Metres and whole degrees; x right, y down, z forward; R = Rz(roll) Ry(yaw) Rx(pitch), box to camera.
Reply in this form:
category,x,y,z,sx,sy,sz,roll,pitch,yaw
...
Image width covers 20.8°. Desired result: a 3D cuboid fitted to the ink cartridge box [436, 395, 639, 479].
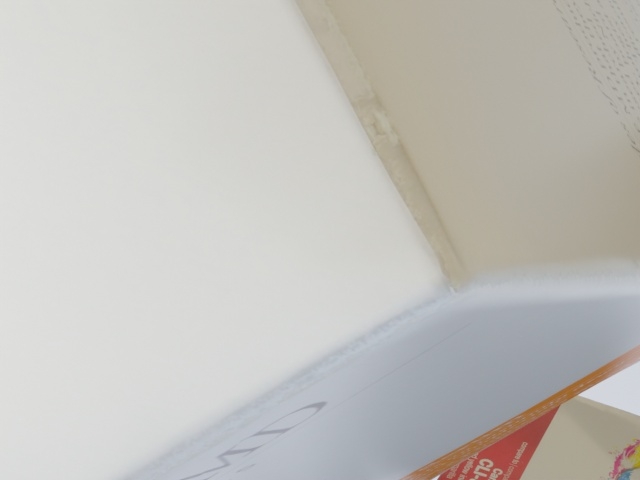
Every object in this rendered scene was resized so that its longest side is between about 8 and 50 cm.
category,x,y,z,sx,sy,sz,roll,pitch,yaw
ink cartridge box,0.152,0.176,0.930,0.176,0.128,0.127,17,-151,17

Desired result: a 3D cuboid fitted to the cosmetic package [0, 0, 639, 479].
category,x,y,z,sx,sy,sz,roll,pitch,yaw
cosmetic package,0.000,0.000,0.610,0.162,0.230,0.453,63,-158,12
